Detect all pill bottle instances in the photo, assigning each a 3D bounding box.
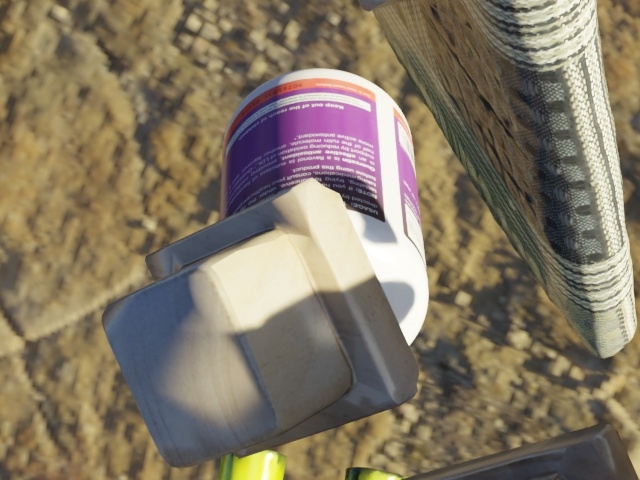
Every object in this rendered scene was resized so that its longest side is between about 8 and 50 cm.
[{"bbox_3d":[0.000,0.000,1.582,0.181,0.181,0.323,-30,32,20],"label":"pill bottle"}]

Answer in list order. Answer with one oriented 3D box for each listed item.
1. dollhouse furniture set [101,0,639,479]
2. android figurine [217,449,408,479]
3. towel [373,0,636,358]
[{"bbox_3d":[0.070,-0.107,0.312,0.303,0.174,0.355,-24,91,41],"label":"dollhouse furniture set"},{"bbox_3d":[-0.023,0.270,1.110,0.056,0.248,0.273,151,132,-71],"label":"android figurine"},{"bbox_3d":[0.047,-0.145,0.771,0.056,0.312,0.324,-27,53,-2],"label":"towel"}]
